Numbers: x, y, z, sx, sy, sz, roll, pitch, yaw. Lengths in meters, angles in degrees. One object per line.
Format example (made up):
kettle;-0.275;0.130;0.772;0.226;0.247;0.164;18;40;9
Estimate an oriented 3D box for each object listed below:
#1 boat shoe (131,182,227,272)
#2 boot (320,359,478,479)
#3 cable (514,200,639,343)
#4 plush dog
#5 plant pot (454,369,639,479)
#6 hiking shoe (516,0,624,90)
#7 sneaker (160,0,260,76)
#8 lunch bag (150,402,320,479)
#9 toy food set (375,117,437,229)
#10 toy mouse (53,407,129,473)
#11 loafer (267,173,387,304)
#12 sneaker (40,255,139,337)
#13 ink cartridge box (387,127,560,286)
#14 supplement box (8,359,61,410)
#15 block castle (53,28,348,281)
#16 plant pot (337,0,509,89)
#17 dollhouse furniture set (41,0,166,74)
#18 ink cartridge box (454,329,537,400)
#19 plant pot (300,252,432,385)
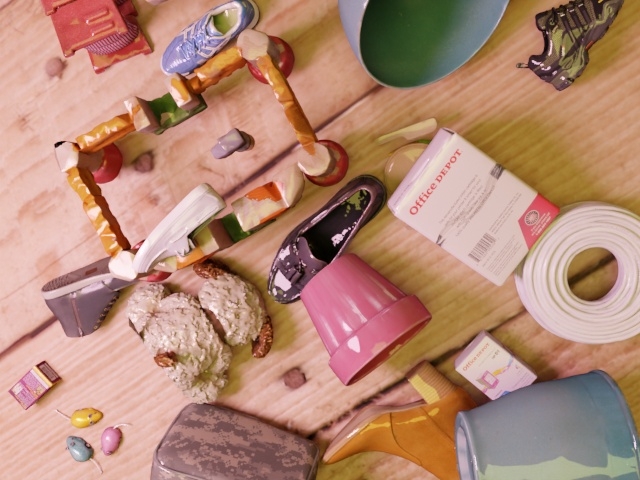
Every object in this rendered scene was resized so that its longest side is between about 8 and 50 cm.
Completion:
boat shoe;-0.224;-0.008;1.210;0.063;0.066;0.184;43;88;4
boot;0.167;0.386;1.406;0.295;0.104;0.211;-41;91;6
cable;0.479;0.060;1.330;0.257;0.089;0.257;-30;93;10
plush dog;-0.210;0.154;1.396;0.225;0.210;0.262;-37;91;-13
plant pot;0.368;0.367;1.277;0.255;0.271;0.271;-6;97;0
hiking shoe;0.428;-0.376;1.280;0.114;0.086;0.226;27;101;0
sneaker;-0.210;-0.373;1.364;0.211;0.081;0.080;-36;93;12
lunch bag;-0.165;0.489;1.418;0.305;0.212;0.256;15;118;7
toy food set;0.182;-0.121;1.375;0.133;0.038;0.192;-16;106;14
toy mouse;-0.461;0.411;1.525;0.161;0.031;0.143;-4;97;8
loafer;0.000;0.000;1.378;0.109;0.095;0.302;42;101;2
sneaker;-0.414;0.104;1.467;0.222;0.083;0.118;-18;117;0
ink cartridge box;0.261;-0.060;1.312;0.237;0.100;0.172;33;100;-12
supplement box;-0.575;0.291;1.518;0.083;0.043;0.055;-42;91;10
block castle;-0.202;-0.138;1.334;0.453;0.213;0.303;-29;89;8
plant pot;0.141;-0.425;1.238;0.290;0.290;0.195;-41;55;10
dollhouse furniture set;-0.279;-0.442;1.312;0.374;0.201;0.152;-22;94;3
ink cartridge box;0.321;0.238;1.393;0.122;0.052;0.088;39;101;2
plant pot;0.067;0.131;1.350;0.201;0.201;0.180;-43;75;10
